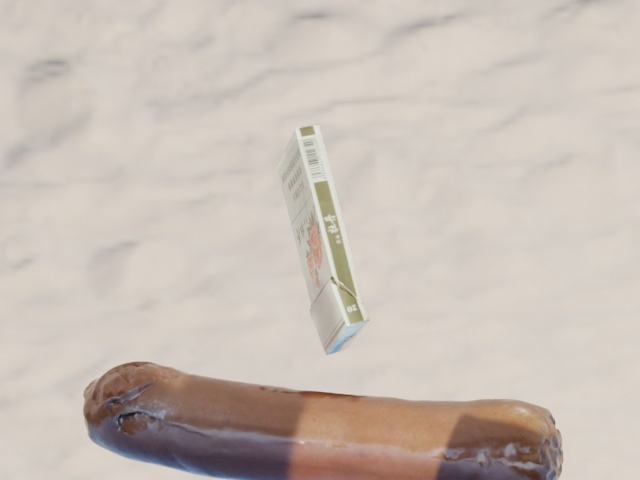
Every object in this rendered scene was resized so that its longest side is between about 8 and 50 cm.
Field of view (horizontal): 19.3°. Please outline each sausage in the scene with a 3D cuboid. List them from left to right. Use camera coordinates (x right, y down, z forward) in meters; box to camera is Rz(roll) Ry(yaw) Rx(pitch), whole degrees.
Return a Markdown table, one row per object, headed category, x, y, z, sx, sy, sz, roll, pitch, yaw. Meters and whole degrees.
| category | x | y | z | sx | sy | sz | roll | pitch | yaw |
| --- | --- | --- | --- | --- | --- | --- | --- | --- | --- |
| sausage | -0.007 | 0.162 | 1.575 | 0.419 | 0.094 | 0.094 | 5 | 166 | 16 |

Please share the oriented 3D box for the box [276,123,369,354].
| category | x | y | z | sx | sy | sz | roll | pitch | yaw |
| --- | --- | --- | --- | --- | --- | --- | --- | --- | --- |
| box | 0.000 | 0.000 | 1.779 | 0.029 | 0.198 | 0.109 | -10 | 165 | -14 |
